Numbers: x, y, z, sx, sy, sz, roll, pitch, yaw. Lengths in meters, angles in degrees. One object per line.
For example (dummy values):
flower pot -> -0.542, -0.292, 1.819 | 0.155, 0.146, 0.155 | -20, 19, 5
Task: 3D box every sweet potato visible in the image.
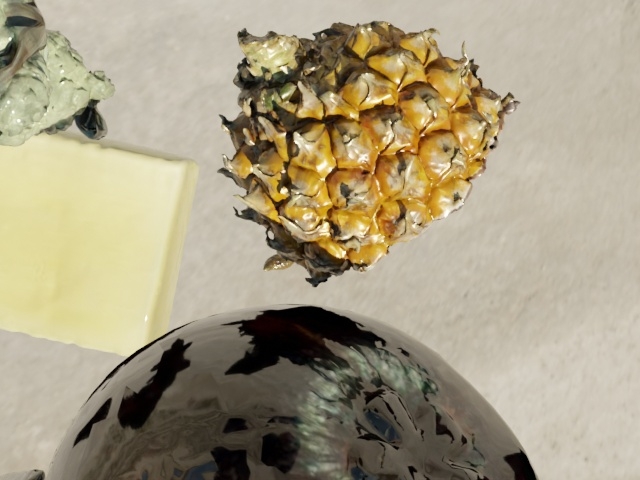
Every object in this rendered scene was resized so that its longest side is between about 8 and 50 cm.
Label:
sweet potato -> -0.002, 0.000, 1.623 | 0.153, 0.041, 0.038 | -22, 97, -7

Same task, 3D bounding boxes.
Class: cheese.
cheese -> -0.298, -0.009, 1.595 | 0.265, 0.124, 0.243 | 13, 102, 3

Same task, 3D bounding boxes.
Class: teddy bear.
teddy bear -> -0.200, -0.106, 0.780 | 0.133, 0.213, 0.111 | 22, 110, 25

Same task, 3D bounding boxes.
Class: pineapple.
pineapple -> 0.001, -0.076, 0.783 | 0.137, 0.161, 0.176 | 45, 157, -28

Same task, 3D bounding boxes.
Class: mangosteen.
mangosteen -> -0.022, 0.185, 0.744 | 0.300, 0.300, 0.300 | 6, 111, 15

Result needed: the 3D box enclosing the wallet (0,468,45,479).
wallet -> -0.319, 0.299, 0.951 | 0.041, 0.323, 0.247 | 42, 153, -13
